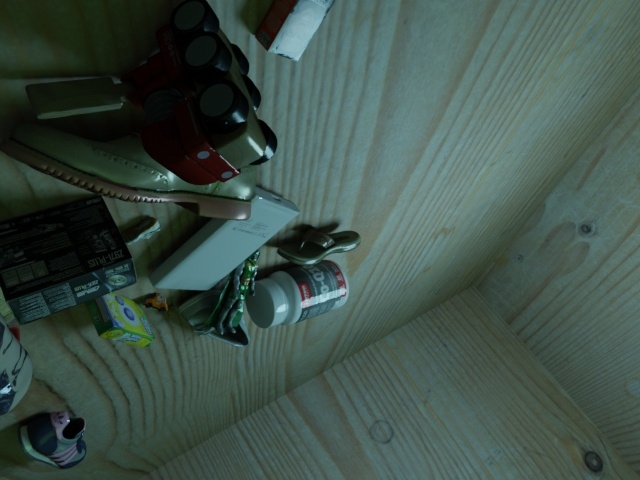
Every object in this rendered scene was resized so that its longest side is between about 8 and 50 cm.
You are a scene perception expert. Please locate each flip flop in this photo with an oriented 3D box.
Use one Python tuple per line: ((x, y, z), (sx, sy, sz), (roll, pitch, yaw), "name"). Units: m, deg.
((0.000, 0.000, 1.325), (0.277, 0.112, 0.080), (-14, 122, -35), "flip flop")

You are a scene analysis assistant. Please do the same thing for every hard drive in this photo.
((-0.208, 0.005, 1.086), (0.308, 0.040, 0.203), (-39, 160, 14), "hard drive")

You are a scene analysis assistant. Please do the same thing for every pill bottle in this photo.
((-0.066, 0.157, 1.429), (0.283, 0.161, 0.161), (-12, 146, -42), "pill bottle")

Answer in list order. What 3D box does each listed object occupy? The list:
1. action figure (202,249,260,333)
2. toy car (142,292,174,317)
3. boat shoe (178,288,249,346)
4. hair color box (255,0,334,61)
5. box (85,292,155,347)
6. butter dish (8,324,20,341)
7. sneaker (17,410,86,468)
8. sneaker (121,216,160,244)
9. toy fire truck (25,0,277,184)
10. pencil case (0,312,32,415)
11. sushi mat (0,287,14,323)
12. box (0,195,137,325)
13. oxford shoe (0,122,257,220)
((-0.209, 0.123, 1.233), (0.137, 0.064, 0.232), (10, 103, -62), "action figure")
((-0.392, 0.156, 1.179), (0.122, 0.060, 0.040), (121, -15, -71), "toy car")
((-0.280, 0.223, 1.338), (0.118, 0.103, 0.320), (-35, 155, -5), "boat shoe")
((-0.030, -0.346, 0.724), (0.072, 0.043, 0.141), (-5, 142, -50), "hair color box")
((-0.429, 0.174, 1.057), (0.043, 0.105, 0.179), (-34, 156, -2), "box")
((-0.625, 0.249, 0.879), (0.160, 0.118, 0.160), (-15, 149, -43), "butter dish")
((-0.713, 0.564, 1.375), (0.131, 0.112, 0.319), (-26, 155, -14), "sneaker")
((-0.345, -0.010, 0.927), (0.083, 0.032, 0.037), (-31, 155, -11), "sneaker")
((-0.214, -0.170, 0.623), (0.246, 0.217, 0.158), (-25, 158, 10), "toy fire truck")
((-0.507, 0.083, 0.618), (0.160, 0.183, 0.410), (-25, 142, -32), "pencil case")
((-0.674, 0.176, 0.850), (0.317, 0.019, 0.151), (-36, 157, 0), "sushi mat")
((-0.409, 0.026, 0.769), (0.180, 0.147, 0.077), (-23, 152, -29), "box")
((-0.264, -0.131, 0.752), (0.397, 0.141, 0.146), (9, 99, -51), "oxford shoe")
